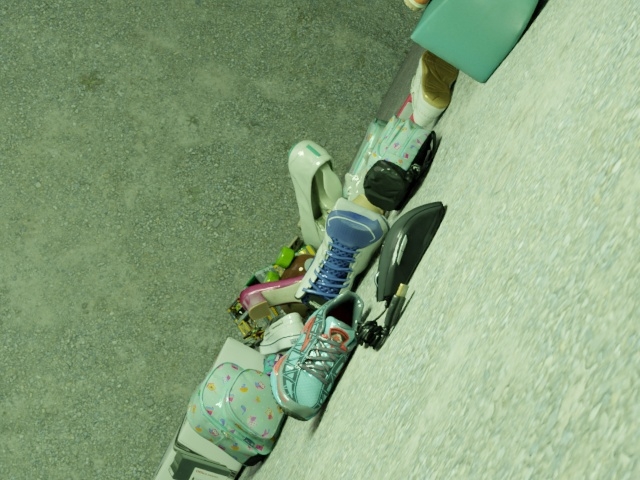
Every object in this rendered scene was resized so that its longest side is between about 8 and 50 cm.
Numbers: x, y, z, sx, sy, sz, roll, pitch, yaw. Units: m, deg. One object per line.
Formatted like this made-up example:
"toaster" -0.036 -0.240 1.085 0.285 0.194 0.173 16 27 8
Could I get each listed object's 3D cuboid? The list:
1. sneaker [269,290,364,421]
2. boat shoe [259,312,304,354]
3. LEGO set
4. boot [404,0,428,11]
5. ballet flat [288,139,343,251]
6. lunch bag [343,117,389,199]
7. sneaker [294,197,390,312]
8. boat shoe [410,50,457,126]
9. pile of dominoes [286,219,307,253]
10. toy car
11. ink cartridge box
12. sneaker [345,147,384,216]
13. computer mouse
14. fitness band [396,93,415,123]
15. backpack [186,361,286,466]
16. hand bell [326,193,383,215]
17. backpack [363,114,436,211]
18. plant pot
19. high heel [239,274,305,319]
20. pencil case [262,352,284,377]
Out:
"sneaker" 0.000 0.180 1.621 0.125 0.104 0.262 -54 8 46
"boat shoe" -0.083 0.212 2.229 0.258 0.095 0.084 151 110 -66
"LEGO set" -0.093 0.182 2.614 0.255 0.192 0.331 -22 -17 -46
"boot" 0.211 -0.510 1.826 0.084 0.059 0.158 -41 27 50
"ballet flat" 0.013 -0.083 2.559 0.139 0.139 0.400 -64 -31 -43
"lunch bag" 0.136 -0.187 2.425 0.279 0.108 0.224 -70 4 -79
"sneaker" 0.039 0.057 1.970 0.315 0.127 0.182 112 -178 -66
"boat shoe" 0.250 -0.354 2.251 0.096 0.098 0.277 -57 7 35
"pile of dominoes" 0.000 0.000 2.757 0.196 0.040 0.251 -63 -29 -14
"toy car" -0.046 0.126 2.313 0.149 0.155 0.188 -60 14 19
"ink cartridge box" -0.255 0.468 2.280 0.395 0.166 0.285 -61 5 19
"sneaker" 0.092 -0.090 2.213 0.262 0.121 0.099 -61 3 -8
"computer mouse" 0.112 0.044 1.477 0.262 0.060 0.184 -61 3 0
"fitness band" 0.241 -0.341 2.645 0.291 0.054 0.209 -57 3 33
"backpack" -0.165 0.338 1.945 0.144 0.188 0.166 -56 5 47
"hand bell" 0.139 -0.111 2.105 0.242 0.126 0.126 -48 4 -2
"backpack" 0.160 -0.167 1.965 0.182 0.115 0.152 -60 1 -31
"plant pot" 0.305 -0.437 1.735 0.165 0.166 0.234 -63 7 -27
"high heel" -0.065 0.108 2.207 0.244 0.082 0.117 -24 28 -6
"pencil case" -0.104 0.305 2.175 0.151 0.064 0.070 -81 -4 -77
